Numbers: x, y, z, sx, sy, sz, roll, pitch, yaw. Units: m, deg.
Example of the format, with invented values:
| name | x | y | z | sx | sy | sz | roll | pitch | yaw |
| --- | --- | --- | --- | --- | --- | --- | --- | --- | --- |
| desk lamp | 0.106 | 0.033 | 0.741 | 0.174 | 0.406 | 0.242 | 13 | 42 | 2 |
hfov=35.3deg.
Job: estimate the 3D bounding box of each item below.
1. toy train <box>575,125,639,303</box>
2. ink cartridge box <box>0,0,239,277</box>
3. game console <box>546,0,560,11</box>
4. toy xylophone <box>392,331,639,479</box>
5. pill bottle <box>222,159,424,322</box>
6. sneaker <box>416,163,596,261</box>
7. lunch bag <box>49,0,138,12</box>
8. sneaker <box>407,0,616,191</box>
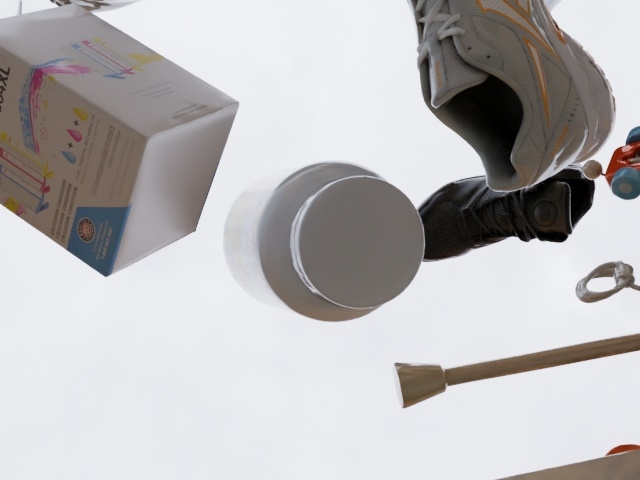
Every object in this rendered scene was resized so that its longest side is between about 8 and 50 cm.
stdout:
| name | x | y | z | sx | sy | sz | roll | pitch | yaw |
| --- | --- | --- | --- | --- | --- | --- | --- | --- | --- |
| toy train | 0.203 | -0.012 | 0.561 | 0.125 | 0.166 | 0.046 | -16 | -61 | 34 |
| ink cartridge box | -0.137 | -0.064 | 0.567 | 0.143 | 0.090 | 0.092 | 31 | -59 | 15 |
| game console | 0.292 | -0.317 | 0.959 | 0.173 | 0.293 | 0.250 | 18 | -52 | 22 |
| toy xylophone | 0.157 | 0.166 | 0.560 | 0.322 | 0.236 | 0.081 | -4 | -44 | -2 |
| pill bottle | 0.000 | 0.000 | 0.752 | 0.117 | 0.208 | 0.118 | 0 | -90 | -15 |
| sneaker | 0.204 | -0.032 | 1.133 | 0.227 | 0.130 | 0.087 | -18 | -80 | 2 |
| lunch bag | -0.167 | -0.349 | 0.982 | 0.212 | 0.305 | 0.256 | 43 | -105 | -21 |
| sneaker | 0.103 | -0.154 | 0.708 | 0.262 | 0.121 | 0.099 | 55 | -39 | 1 |
